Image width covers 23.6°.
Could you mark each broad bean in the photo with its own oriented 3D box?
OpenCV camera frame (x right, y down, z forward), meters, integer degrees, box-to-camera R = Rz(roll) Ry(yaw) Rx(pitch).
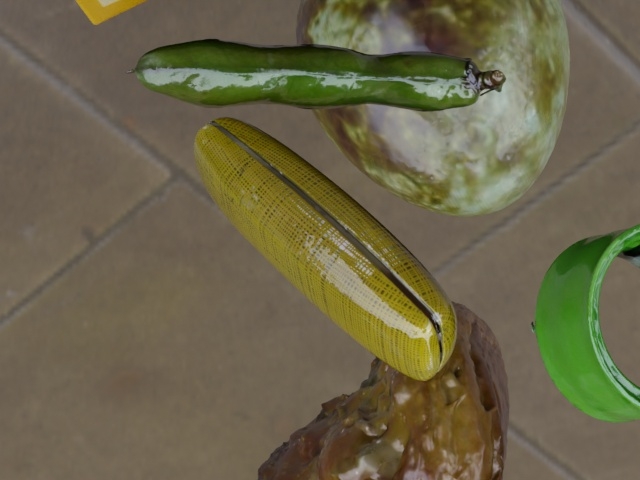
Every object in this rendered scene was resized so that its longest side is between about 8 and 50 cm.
[{"bbox_3d":[-0.004,-0.111,1.040,0.255,0.065,0.046,1,95,-9],"label":"broad bean"}]

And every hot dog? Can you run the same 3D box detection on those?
[{"bbox_3d":[0.074,0.188,1.418,0.267,0.387,0.174,-44,89,9],"label":"hot dog"}]

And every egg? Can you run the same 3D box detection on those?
[{"bbox_3d":[0.101,-0.154,1.339,0.238,0.289,0.238,-12,161,-4],"label":"egg"}]

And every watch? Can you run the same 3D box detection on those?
[{"bbox_3d":[0.229,0.073,1.032,0.152,0.165,0.131,9,169,-25],"label":"watch"}]

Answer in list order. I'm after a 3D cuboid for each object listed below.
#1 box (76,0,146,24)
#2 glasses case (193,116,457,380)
[{"bbox_3d":[-0.121,-0.369,1.174,0.284,0.259,0.214,-25,145,7],"label":"box"},{"bbox_3d":[0.000,0.000,1.002,0.064,0.234,0.079,-35,149,-23],"label":"glasses case"}]
